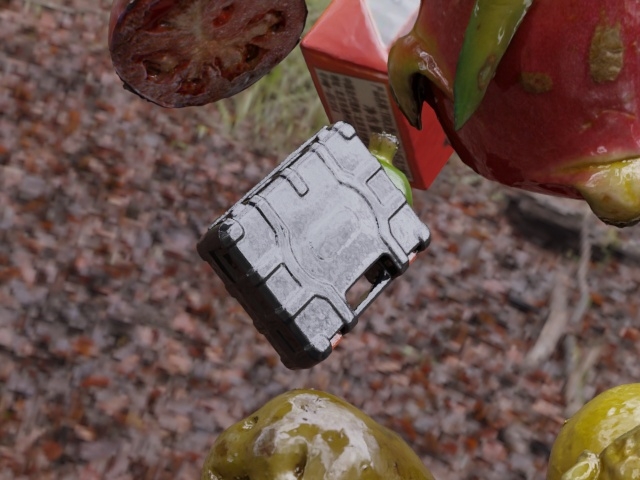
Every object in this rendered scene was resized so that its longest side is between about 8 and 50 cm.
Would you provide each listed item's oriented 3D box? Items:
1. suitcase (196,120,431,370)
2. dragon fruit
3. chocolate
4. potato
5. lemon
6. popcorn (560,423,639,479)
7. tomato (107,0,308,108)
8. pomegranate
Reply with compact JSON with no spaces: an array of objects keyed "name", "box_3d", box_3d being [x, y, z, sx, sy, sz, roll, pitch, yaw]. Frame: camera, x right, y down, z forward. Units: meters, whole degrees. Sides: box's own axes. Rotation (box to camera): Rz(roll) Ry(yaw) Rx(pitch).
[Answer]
[{"name":"suitcase","box_3d":[0.000,0.000,1.427,0.206,0.066,0.285,53,49,-8]},{"name":"dragon fruit","box_3d":[0.197,-0.123,0.931,0.290,0.189,0.290,12,10,-2]},{"name":"chocolate","box_3d":[0.156,-0.291,1.833,0.161,0.341,0.360,26,-21,28]},{"name":"potato","box_3d":[0.039,0.299,1.223,0.369,0.176,0.195,42,32,-31]},{"name":"lemon","box_3d":[0.385,0.292,1.410,0.236,0.236,0.263,24,61,9]},{"name":"popcorn","box_3d":[0.328,0.261,1.103,0.250,0.250,0.190,-5,39,-46]},{"name":"tomato","box_3d":[-0.128,-0.242,1.261,0.225,0.225,0.085,0,48,-39]},{"name":"pomegranate","box_3d":[0.071,-0.057,1.631,0.122,0.169,0.143,42,-15,-28]}]
